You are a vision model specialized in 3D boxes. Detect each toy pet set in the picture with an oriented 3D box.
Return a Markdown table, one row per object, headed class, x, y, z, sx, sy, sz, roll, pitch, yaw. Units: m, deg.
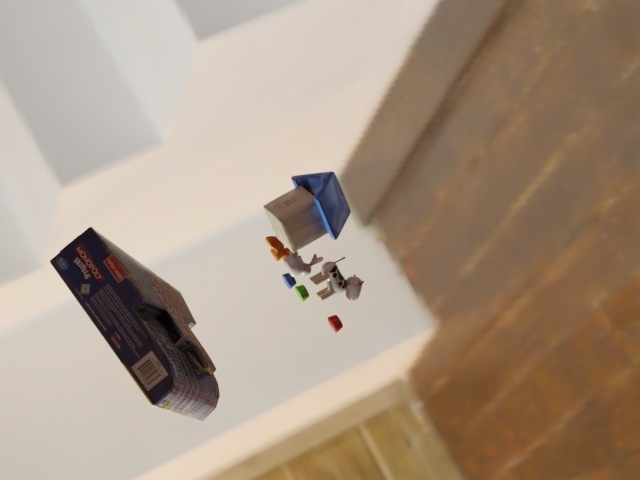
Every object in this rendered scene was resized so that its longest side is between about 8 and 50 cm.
| class | x | y | z | sx | sy | sz | roll | pitch | yaw |
| --- | --- | --- | --- | --- | --- | --- | --- | --- | --- |
| toy pet set | 0.000 | 0.000 | 1.519 | 0.122 | 0.065 | 0.114 | 41 | 157 | 59 |

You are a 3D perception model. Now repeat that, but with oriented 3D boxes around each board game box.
| class | x | y | z | sx | sy | sz | roll | pitch | yaw |
| --- | --- | --- | --- | --- | --- | --- | --- | --- | --- |
| board game box | -0.173 | 0.093 | 1.859 | 0.194 | 0.060 | 0.194 | 52 | -174 | 18 |
